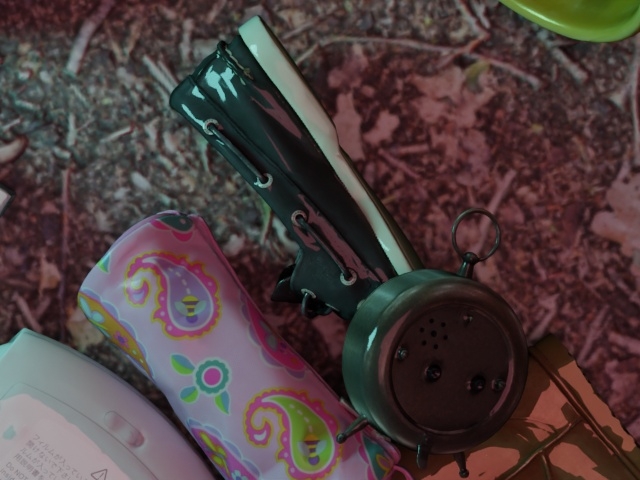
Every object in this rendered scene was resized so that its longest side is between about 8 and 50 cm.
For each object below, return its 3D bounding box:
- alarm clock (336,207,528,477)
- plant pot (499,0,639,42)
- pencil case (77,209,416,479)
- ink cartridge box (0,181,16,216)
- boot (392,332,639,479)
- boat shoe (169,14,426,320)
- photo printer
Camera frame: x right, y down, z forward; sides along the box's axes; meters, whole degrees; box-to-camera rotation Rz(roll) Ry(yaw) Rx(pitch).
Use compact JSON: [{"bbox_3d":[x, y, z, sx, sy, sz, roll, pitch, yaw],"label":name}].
[{"bbox_3d":[0.090,0.069,1.398,0.129,0.064,0.192,17,88,-19],"label":"alarm clock"},{"bbox_3d":[0.211,-0.315,1.427,0.254,0.254,0.239,43,75,-5],"label":"plant pot"},{"bbox_3d":[-0.058,0.109,1.459,0.124,0.124,0.284,-41,79,0],"label":"pencil case"},{"bbox_3d":[-0.313,-0.008,1.496,0.099,0.056,0.135,36,90,-5],"label":"ink cartridge box"},{"bbox_3d":[0.138,0.236,1.529,0.269,0.089,0.236,-37,84,-1],"label":"boot"},{"bbox_3d":[0.000,0.000,1.483,0.113,0.127,0.340,-32,97,4],"label":"boat shoe"},{"bbox_3d":[-0.232,0.240,1.490,0.256,0.107,0.307,42,90,-7],"label":"photo printer"}]
